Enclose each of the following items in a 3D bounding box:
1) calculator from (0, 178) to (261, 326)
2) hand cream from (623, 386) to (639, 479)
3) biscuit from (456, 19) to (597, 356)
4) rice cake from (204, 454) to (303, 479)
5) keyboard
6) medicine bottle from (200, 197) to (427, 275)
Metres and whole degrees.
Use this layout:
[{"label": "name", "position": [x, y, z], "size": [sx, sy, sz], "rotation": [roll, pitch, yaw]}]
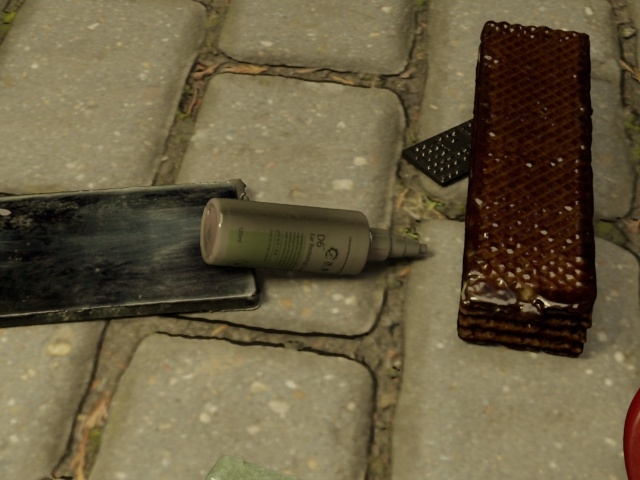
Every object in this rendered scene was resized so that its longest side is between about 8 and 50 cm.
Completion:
[{"label": "calculator", "position": [-0.187, 0.009, 1.136], "size": [0.261, 0.021, 0.161], "rotation": [-3, 42, -8]}, {"label": "hand cream", "position": [0.324, 0.143, 0.871], "size": [0.149, 0.230, 0.230], "rotation": [-27, 50, -33]}, {"label": "biscuit", "position": [0.185, -0.058, 1.187], "size": [0.107, 0.073, 0.388], "rotation": [7, 44, 3]}, {"label": "rice cake", "position": [-0.001, 0.192, 0.937], "size": [0.170, 0.029, 0.033], "rotation": [16, 39, 15]}, {"label": "keyboard", "position": [0.175, -0.106, 1.297], "size": [0.204, 0.013, 0.061], "rotation": [-25, 48, -29]}, {"label": "medicine bottle", "position": [0.000, 0.000, 1.122], "size": [0.199, 0.058, 0.058], "rotation": [6, 39, -21]}]
